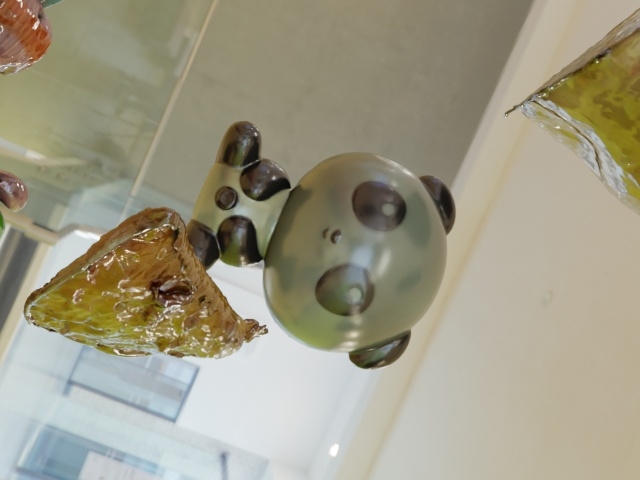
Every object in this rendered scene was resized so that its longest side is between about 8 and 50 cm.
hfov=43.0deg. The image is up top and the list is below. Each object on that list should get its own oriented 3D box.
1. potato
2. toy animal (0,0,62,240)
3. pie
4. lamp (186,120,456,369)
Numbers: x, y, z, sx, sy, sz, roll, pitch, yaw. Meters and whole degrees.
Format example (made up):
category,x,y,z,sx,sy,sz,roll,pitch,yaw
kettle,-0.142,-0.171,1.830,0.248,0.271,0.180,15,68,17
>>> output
category,x,y,z,sx,sy,sz,roll,pitch,yaw
potato,0.349,-0.105,0.702,0.289,0.237,0.301,-36,-178,-6
toy animal,-0.182,-0.099,0.448,0.208,0.100,0.103,-69,-168,-18
pie,-0.081,0.037,0.381,0.191,0.088,0.033,68,12,-68
lamp,0.000,0.000,0.774,0.198,0.244,0.197,-158,-90,-88
